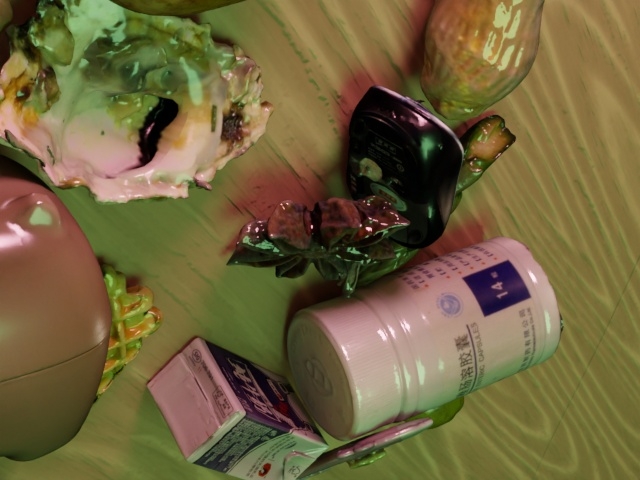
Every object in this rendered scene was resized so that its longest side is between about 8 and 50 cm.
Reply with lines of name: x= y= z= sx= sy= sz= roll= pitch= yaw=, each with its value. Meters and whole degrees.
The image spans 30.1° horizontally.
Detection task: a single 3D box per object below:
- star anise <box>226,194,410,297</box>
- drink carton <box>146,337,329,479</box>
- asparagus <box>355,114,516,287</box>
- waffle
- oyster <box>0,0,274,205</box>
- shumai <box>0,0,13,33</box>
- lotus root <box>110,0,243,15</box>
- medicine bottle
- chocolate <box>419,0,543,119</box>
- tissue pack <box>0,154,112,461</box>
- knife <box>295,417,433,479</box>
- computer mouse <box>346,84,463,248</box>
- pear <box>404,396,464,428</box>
star anise: x=-0.001 y=0.001 z=1.423 sx=0.230 sy=0.081 sz=0.262 roll=-18 pitch=159 yaw=16
drink carton: x=-0.105 y=0.234 z=1.572 sx=0.102 sy=0.134 sz=0.222 roll=-45 pitch=142 yaw=9
asparagus: x=0.133 y=-0.046 z=1.519 sx=0.287 sy=0.080 sz=0.080 roll=-48 pitch=141 yaw=14
waffle: x=-0.319 y=0.126 z=1.359 sx=0.261 sy=0.056 sz=0.250 roll=-48 pitch=141 yaw=17
oyster: x=-0.187 y=-0.131 z=1.159 sx=0.354 sy=0.107 sz=0.201 roll=16 pitch=88 yaw=-49
shumai: x=-0.317 y=-0.195 z=0.956 sx=0.206 sy=0.166 sz=0.175 roll=-26 pitch=168 yaw=39
lotus root: x=-0.101 y=-0.282 z=1.035 sx=0.314 sy=0.141 sz=0.169 roll=-14 pitch=149 yaw=-26
medicine bottle: x=0.137 y=0.130 z=1.607 sx=0.332 sy=0.190 sz=0.190 roll=-19 pitch=139 yaw=-21
chocolate: x=0.195 y=-0.270 z=1.292 sx=0.134 sy=0.134 sz=0.309 roll=-7 pitch=131 yaw=-33
tissue pack: x=-0.393 y=0.063 z=1.062 sx=0.387 sy=0.267 sz=0.277 roll=-10 pitch=125 yaw=-31
knife: x=0.031 y=0.307 z=1.679 sx=0.132 sy=0.038 sz=0.398 roll=-14 pitch=169 yaw=-27
computer mouse: x=0.104 y=-0.091 z=1.400 sx=0.096 sy=0.137 sz=0.233 roll=-48 pitch=157 yaw=-29
pear: x=0.158 y=0.233 z=1.804 sx=0.131 sy=0.107 sz=0.107 roll=20 pitch=116 yaw=-34
